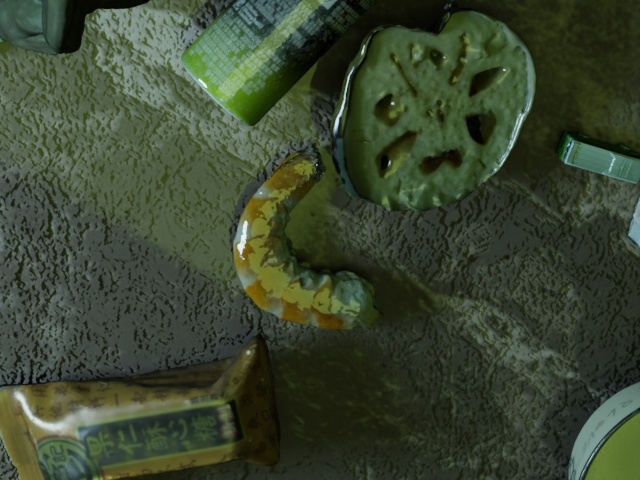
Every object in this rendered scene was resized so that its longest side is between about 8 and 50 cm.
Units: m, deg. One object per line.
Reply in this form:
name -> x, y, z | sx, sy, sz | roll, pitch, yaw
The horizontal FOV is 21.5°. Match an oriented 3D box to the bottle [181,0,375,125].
bottle -> 0.021, -0.247, 1.485 | 0.093, 0.093, 0.330 | 42, 99, -19

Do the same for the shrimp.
shrimp -> 0.000, 0.000, 1.598 | 0.161, 0.049, 0.166 | 16, 98, -11

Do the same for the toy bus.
toy bus -> 0.269, -0.079, 1.607 | 0.083, 0.037, 0.031 | 15, 106, -13

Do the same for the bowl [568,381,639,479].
bowl -> 0.349, 0.234, 1.679 | 0.237, 0.126, 0.238 | -2, 109, -7

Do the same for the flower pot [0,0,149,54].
flower pot -> -0.217, -0.305, 1.318 | 0.213, 0.302, 0.302 | -43, 110, -13

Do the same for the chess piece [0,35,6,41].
chess piece -> -0.282, -0.193, 1.492 | 0.093, 0.042, 0.042 | -42, 109, 15

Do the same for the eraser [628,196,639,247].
eraser -> 0.323, -0.034, 1.630 | 0.019, 0.038, 0.083 | 10, 108, -17

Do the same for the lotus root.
lotus root -> 0.093, -0.130, 1.547 | 0.183, 0.078, 0.203 | 16, 110, -25

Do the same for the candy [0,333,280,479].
candy -> -0.172, 0.180, 1.605 | 0.271, 0.101, 0.143 | -11, 104, 2
